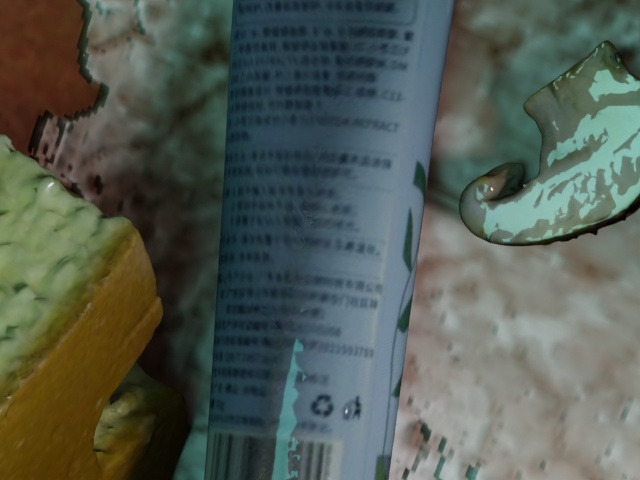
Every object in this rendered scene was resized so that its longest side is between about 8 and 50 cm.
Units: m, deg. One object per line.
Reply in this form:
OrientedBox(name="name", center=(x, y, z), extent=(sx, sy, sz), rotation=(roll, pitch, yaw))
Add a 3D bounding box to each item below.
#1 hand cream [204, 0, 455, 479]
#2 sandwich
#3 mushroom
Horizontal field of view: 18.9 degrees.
OrientedBox(name="hand cream", center=(0.000, 0.000, 0.602), extent=(0.088, 0.055, 0.256), rotation=(3, 87, 28))
OrientedBox(name="sandwich", center=(-0.124, 0.067, 0.641), extent=(0.122, 0.128, 0.235), rotation=(28, 150, 19))
OrientedBox(name="mushroom", center=(0.087, -0.031, 0.586), extent=(0.101, 0.019, 0.049), rotation=(-35, 83, 21))
